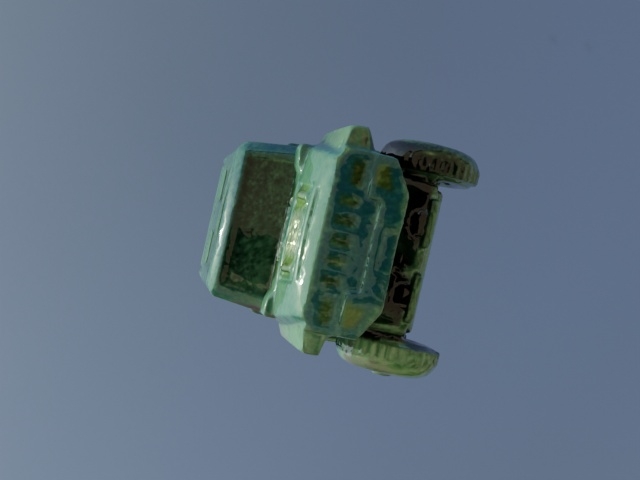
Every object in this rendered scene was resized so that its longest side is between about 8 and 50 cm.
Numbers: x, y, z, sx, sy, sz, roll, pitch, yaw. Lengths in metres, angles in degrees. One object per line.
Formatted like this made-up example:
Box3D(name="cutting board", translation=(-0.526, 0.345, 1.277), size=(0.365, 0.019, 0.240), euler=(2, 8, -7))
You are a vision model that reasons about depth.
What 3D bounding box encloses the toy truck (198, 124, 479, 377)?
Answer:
Box3D(name="toy truck", translation=(0.000, 0.000, 0.639), size=(0.156, 0.279, 0.154), euler=(12, -90, -11))
